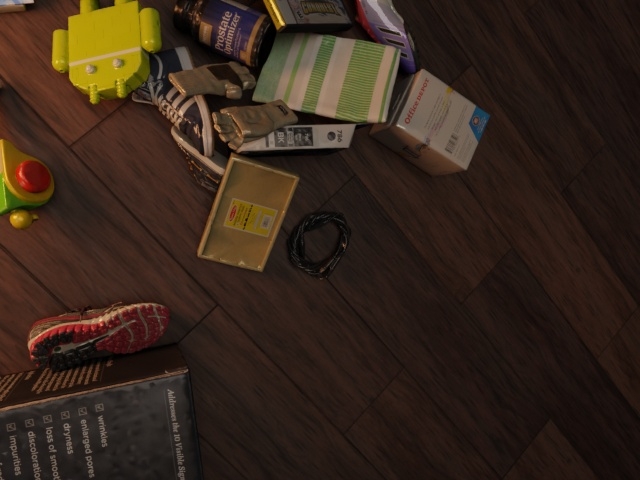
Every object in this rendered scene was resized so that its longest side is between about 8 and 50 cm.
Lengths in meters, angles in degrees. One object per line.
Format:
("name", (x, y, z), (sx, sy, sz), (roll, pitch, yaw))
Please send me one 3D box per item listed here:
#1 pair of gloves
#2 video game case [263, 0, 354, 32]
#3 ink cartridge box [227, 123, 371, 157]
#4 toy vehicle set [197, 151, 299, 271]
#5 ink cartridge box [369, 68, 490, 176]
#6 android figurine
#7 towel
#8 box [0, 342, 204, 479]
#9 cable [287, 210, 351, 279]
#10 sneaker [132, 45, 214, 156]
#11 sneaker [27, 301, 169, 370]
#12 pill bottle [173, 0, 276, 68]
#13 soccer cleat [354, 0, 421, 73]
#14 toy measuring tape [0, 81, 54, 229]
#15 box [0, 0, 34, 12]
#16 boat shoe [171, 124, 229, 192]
("pair of gloves", (-0.193, -0.309, 1.191), (0.240, 0.042, 0.204), (45, 47, 12))
("video game case", (-0.056, -0.620, 1.287), (0.274, 0.035, 0.248), (-26, 91, -47))
("ink cartridge box", (-0.051, -0.243, 1.312), (0.332, 0.165, 0.065), (-7, 94, -18))
("toy vehicle set", (-0.174, -0.060, 1.278), (0.165, 0.035, 0.267), (16, 112, -20))
("ink cartridge box", (0.286, -0.305, 1.428), (0.232, 0.168, 0.171), (29, 81, -18))
("android figurine", (-0.462, -0.421, 1.164), (0.248, 0.056, 0.273), (-8, 74, 7))
("towel", (0.022, -0.410, 1.314), (0.324, 0.038, 0.248), (13, 67, 1))
("box", (-0.486, 0.507, 1.101), (0.471, 0.297, 0.480), (-7, 93, -18))
("cable", (0.000, 0.000, 1.403), (0.150, 0.047, 0.185), (34, 82, -12))
("sneaker", (-0.342, -0.306, 1.221), (0.153, 0.099, 0.282), (-14, 76, -20))
("sneaker", (-0.488, 0.187, 1.199), (0.299, 0.112, 0.121), (-8, 118, -32))
("pill bottle", (-0.222, -0.497, 1.248), (0.219, 0.123, 0.123), (23, 83, 2))
("soccer cleat", (0.160, -0.574, 1.426), (0.116, 0.108, 0.318), (-29, 103, 4))
("toy measuring tape", (-0.644, -0.179, 1.149), (0.121, 0.121, 0.330), (-10, 77, -19))
("box", (-0.713, -0.540, 1.135), (0.178, 0.042, 0.109), (-14, 96, -19))
("boat shoe", (-0.295, -0.193, 1.281), (0.183, 0.083, 0.065), (41, 37, 8))
